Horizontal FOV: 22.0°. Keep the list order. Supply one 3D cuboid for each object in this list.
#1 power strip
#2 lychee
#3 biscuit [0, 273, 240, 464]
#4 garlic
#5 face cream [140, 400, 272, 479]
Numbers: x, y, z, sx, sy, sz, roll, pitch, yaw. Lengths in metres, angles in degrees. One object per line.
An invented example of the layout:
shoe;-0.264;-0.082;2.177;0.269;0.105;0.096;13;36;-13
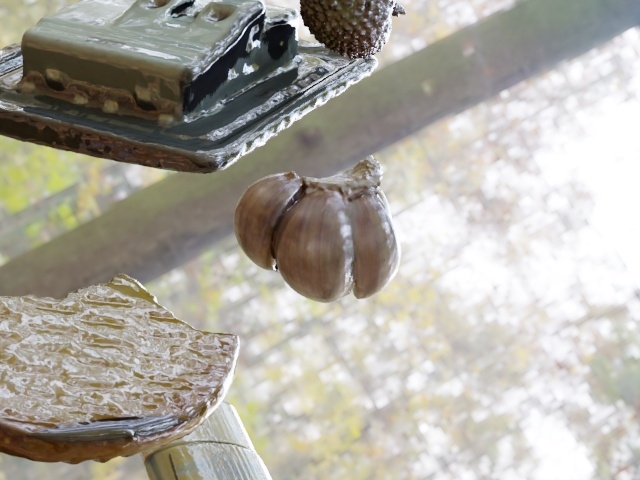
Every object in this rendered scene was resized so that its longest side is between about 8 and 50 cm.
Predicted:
power strip;-0.121;-0.139;1.209;0.257;0.251;0.092;15;-54;24
lychee;0.023;-0.166;1.182;0.068;0.083;0.067;138;-42;-60
biscuit;-0.170;0.067;0.994;0.228;0.176;0.031;22;-57;1
garlic;0.000;0.000;2.186;0.160;0.214;0.191;-124;-149;-63
face cream;-0.090;0.267;1.596;0.067;0.139;0.285;-54;-135;27
